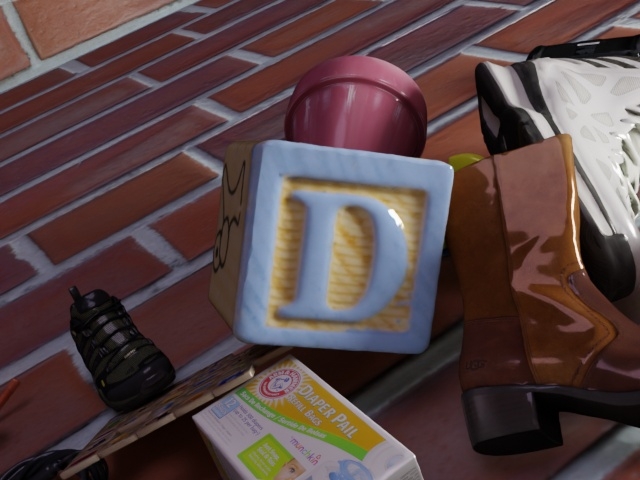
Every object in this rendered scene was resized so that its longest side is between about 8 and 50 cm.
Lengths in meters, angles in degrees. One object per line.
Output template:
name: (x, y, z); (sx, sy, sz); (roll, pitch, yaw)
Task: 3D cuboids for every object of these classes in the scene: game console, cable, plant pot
game console: (0.490, -0.290, 1.323); (0.362, 0.043, 0.213); (1, 34, 33)
cable: (-0.294, 0.273, 0.856); (0.185, 0.047, 0.151); (-36, 27, -18)
plant pot: (0.041, -0.118, 1.167); (0.202, 0.201, 0.180); (-9, 42, 20)

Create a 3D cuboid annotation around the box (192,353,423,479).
box: (-0.008, 0.200, 0.729); (0.114, 0.103, 0.203); (-31, 30, -20)

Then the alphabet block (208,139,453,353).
alphabet block: (0.000, 0.000, 0.873); (0.194, 0.192, 0.197); (8, 5, -15)

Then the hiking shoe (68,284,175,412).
hiking shoe: (-0.246, 0.118, 0.993); (0.086, 0.114, 0.227); (-36, 25, -24)

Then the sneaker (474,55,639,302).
sneaker: (0.344, -0.112, 0.979); (0.258, 0.169, 0.447); (-12, 35, 4)

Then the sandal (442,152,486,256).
sandal: (0.101, -0.017, 1.050); (0.318, 0.126, 0.138); (-9, -7, 34)

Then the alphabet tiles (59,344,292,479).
alphabet tiles: (-0.131, 0.152, 0.870); (0.237, 0.009, 0.198); (-28, 2, 1)

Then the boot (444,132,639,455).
boot: (0.239, 0.032, 0.763); (0.264, 0.096, 0.280); (-20, 55, 28)

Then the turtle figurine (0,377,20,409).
turtle figurine: (-0.432, 0.235, 0.926); (0.270, 0.087, 0.217); (-33, 22, -26)
